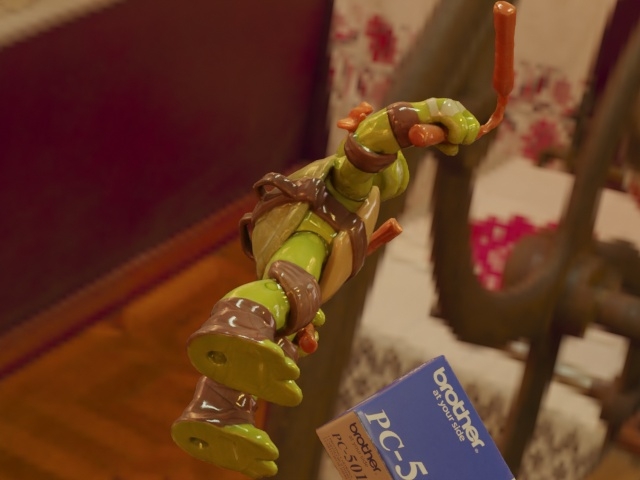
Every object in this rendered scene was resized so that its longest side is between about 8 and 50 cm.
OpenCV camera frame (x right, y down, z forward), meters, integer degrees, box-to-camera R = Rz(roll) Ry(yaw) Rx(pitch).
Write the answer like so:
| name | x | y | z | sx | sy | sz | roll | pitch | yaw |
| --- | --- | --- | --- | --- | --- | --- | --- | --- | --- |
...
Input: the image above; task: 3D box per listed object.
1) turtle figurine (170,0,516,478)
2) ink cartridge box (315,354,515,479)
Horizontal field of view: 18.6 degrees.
| name | x | y | z | sx | sy | sz | roll | pitch | yaw |
| --- | --- | --- | --- | --- | --- | --- | --- | --- | --- |
| turtle figurine | 0.000 | 0.000 | 0.990 | 0.087 | 0.269 | 0.217 | 34 | 49 | -3 |
| ink cartridge box | 0.089 | 0.186 | 1.255 | 0.097 | 0.046 | 0.207 | -28 | 87 | -44 |
